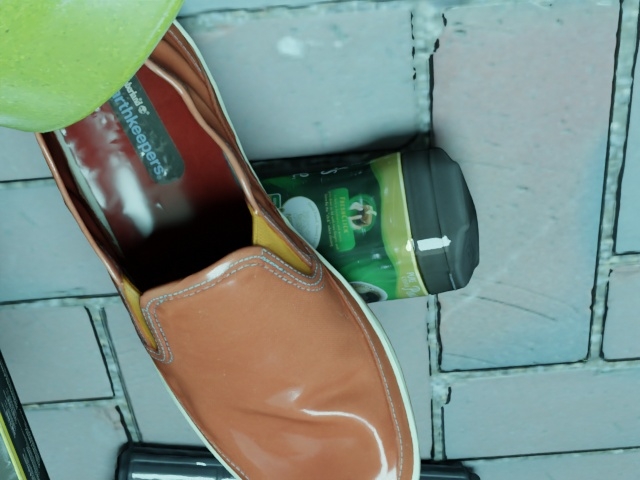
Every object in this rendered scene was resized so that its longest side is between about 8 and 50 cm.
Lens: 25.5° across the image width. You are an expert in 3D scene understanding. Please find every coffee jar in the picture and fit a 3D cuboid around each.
[{"bbox_3d":[0.000,0.000,0.825,0.184,0.079,0.096,-9,162,8],"label":"coffee jar"}]

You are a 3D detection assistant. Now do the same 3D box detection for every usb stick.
[{"bbox_3d":[-0.019,0.193,1.069,0.278,0.045,0.077,5,130,-7],"label":"usb stick"}]

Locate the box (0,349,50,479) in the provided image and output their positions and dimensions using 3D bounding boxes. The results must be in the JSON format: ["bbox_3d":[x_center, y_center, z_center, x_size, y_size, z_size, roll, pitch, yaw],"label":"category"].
[{"bbox_3d":[-0.285,0.094,0.694,0.257,0.079,0.322,-16,112,-4],"label":"box"}]

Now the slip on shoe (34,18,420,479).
[{"bbox_3d":[-0.054,0.024,0.733,0.123,0.101,0.331,-26,102,10],"label":"slip on shoe"}]

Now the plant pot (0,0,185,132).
[{"bbox_3d":[-0.218,-0.188,0.457,0.353,0.366,0.366,14,136,-34],"label":"plant pot"}]
